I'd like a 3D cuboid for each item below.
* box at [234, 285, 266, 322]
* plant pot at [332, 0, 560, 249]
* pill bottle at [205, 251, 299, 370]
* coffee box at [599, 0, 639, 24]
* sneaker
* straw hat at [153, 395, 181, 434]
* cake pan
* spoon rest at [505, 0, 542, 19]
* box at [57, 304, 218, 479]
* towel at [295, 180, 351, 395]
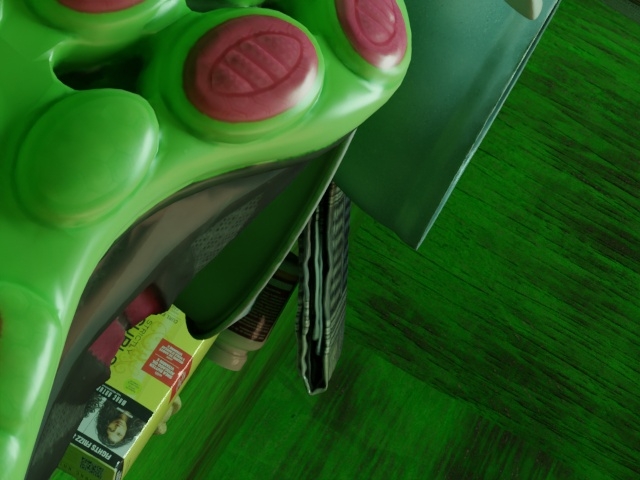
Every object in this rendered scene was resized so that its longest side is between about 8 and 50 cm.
[{"bbox_3d":[-0.109,0.051,1.554,0.067,0.063,0.324,-62,175,8],"label":"box"},{"bbox_3d":[0.081,-0.165,1.446,0.293,0.196,0.293,-59,175,-8],"label":"plant pot"},{"bbox_3d":[-0.088,0.075,1.804,0.152,0.086,0.086,-61,176,9],"label":"pill bottle"},{"bbox_3d":[0.330,-0.459,1.450,0.338,0.337,0.334,-58,174,-17],"label":"coffee box"},{"bbox_3d":[-0.129,-0.005,0.541,0.202,0.185,0.483,-37,-168,50],"label":"sneaker"},{"bbox_3d":[-0.178,0.169,1.555,0.144,0.061,0.144,-60,176,-8],"label":"straw hat"},{"bbox_3d":[-0.042,-0.074,1.040,0.293,0.054,0.293,-55,-163,26],"label":"cake pan"},{"bbox_3d":[0.192,-0.294,1.071,0.276,0.084,0.137,-57,167,-6],"label":"spoon rest"},{"bbox_3d":[-0.149,0.097,1.265,0.232,0.087,0.058,-56,174,-37],"label":"box"},{"bbox_3d":[0.000,0.000,1.784,0.324,0.056,0.312,-58,150,-82],"label":"towel"}]
